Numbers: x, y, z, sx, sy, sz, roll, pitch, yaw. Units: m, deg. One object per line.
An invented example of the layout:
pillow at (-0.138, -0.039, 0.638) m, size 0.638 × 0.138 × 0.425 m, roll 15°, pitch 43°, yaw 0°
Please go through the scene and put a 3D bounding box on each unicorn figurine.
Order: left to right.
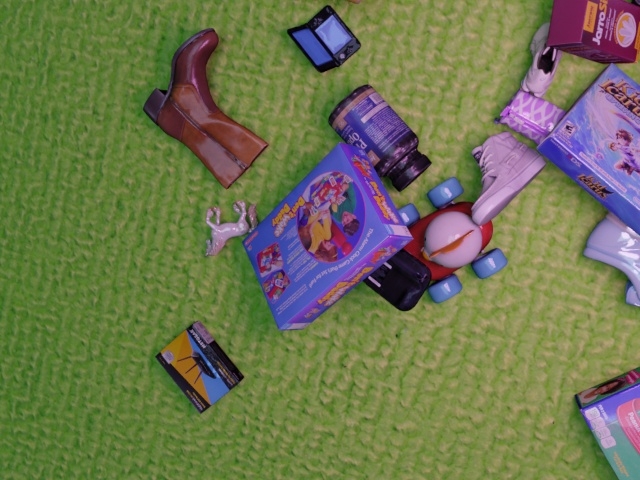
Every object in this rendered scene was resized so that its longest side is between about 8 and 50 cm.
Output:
unicorn figurine at (-0.221, -0.027, 1.574) m, size 0.162 × 0.060 × 0.111 m, roll -13°, pitch 92°, yaw 14°

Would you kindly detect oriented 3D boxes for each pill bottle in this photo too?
pill bottle at (0.129, -0.214, 1.443) m, size 0.123 × 0.123 × 0.219 m, roll -43°, pitch 85°, yaw 13°

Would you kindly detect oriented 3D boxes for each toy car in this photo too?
toy car at (0.249, 0.007, 1.377) m, size 0.210 × 0.238 × 0.219 m, roll -31°, pitch 88°, yaw 14°

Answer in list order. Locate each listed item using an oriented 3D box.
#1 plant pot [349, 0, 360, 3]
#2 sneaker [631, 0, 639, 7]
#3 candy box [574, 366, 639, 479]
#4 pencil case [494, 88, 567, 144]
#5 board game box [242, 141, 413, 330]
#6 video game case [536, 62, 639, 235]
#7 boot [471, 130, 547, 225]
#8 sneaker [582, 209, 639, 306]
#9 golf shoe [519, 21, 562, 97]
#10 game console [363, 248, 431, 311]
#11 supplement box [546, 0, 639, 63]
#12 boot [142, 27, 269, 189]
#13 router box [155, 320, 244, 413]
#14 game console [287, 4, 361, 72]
plant pot at (0.022, -0.618, 1.381) m, size 0.239 × 0.254 × 0.254 m, roll 31°, pitch 102°, yaw -8°
sneaker at (0.661, -0.523, 1.292) m, size 0.350 × 0.131 × 0.148 m, roll -1°, pitch 94°, yaw 23°
candy box at (0.724, 0.375, 1.362) m, size 0.317 × 0.122 × 0.268 m, roll -29°, pitch 88°, yaw 13°
pencil case at (0.463, -0.229, 1.380) m, size 0.206 × 0.088 × 0.086 m, roll 30°, pitch 120°, yaw 7°
board game box at (0.000, 0.000, 1.417) m, size 0.347 × 0.078 × 0.233 m, roll -42°, pitch 60°, yaw 32°
video game case at (0.591, -0.175, 1.304) m, size 0.269 × 0.061 × 0.244 m, roll 42°, pitch 65°, yaw 5°
boot at (0.343, -0.131, 1.358) m, size 0.123 × 0.258 × 0.095 m, roll 43°, pitch 138°, yaw 13°
sneaker at (0.689, 0.090, 1.349) m, size 0.366 × 0.135 × 0.150 m, roll 41°, pitch 110°, yaw 15°
golf shoe at (0.455, -0.372, 1.349) m, size 0.069 × 0.086 × 0.176 m, roll 17°, pitch 71°, yaw 0°
game console at (0.077, 0.029, 1.428) m, size 0.361 × 0.044 × 0.213 m, roll 39°, pitch 112°, yaw 38°
supplement box at (0.528, -0.406, 1.298) m, size 0.081 × 0.188 × 0.104 m, roll 18°, pitch 102°, yaw 55°
boot at (-0.233, -0.298, 1.534) m, size 0.280 × 0.096 × 0.264 m, roll 41°, pitch 102°, yaw 6°
router box at (-0.289, 0.303, 1.629) m, size 0.133 × 0.046 × 0.179 m, roll -41°, pitch 86°, yaw 14°
game console at (0.009, -0.439, 1.476) m, size 0.107 × 0.071 × 0.122 m, roll -39°, pitch 87°, yaw 14°
